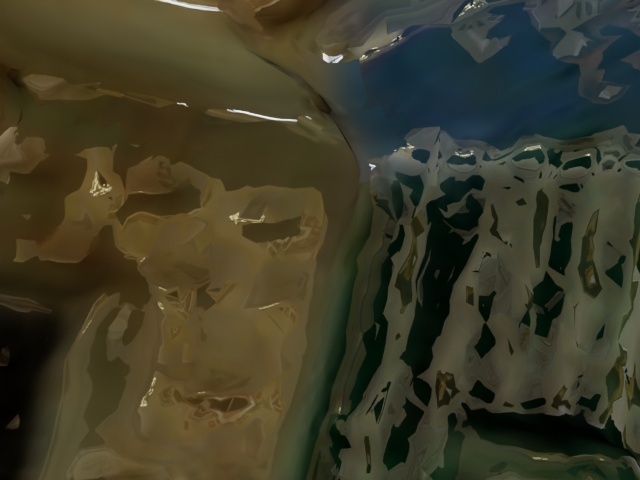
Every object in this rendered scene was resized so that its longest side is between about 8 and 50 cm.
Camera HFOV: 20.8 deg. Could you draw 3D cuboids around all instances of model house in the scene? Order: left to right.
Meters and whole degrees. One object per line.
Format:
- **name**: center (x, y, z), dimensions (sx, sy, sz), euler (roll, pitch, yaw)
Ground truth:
- **model house**: center (0.000, 0.000, 0.483), dimensions (0.343, 0.334, 0.382), euler (14, 75, 19)
